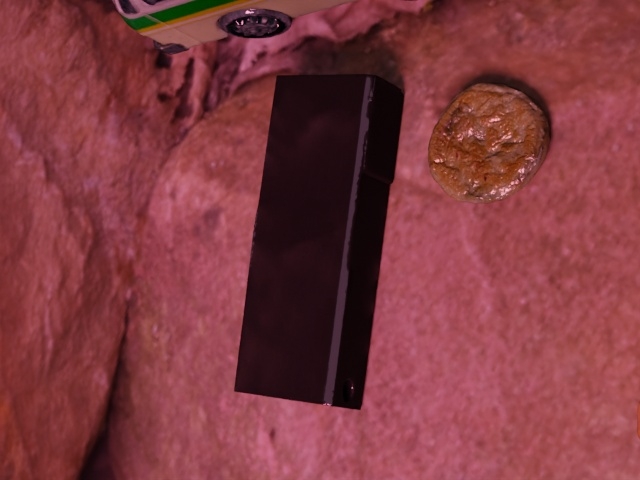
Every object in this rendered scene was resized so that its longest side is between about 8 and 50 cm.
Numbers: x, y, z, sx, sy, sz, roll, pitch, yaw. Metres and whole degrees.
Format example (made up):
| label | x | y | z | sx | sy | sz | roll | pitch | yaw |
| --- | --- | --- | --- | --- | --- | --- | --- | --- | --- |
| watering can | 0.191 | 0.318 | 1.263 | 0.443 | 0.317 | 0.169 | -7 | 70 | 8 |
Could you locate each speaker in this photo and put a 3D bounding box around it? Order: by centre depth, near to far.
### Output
| label | x | y | z | sx | sy | sz | roll | pitch | yaw |
| --- | --- | --- | --- | --- | --- | --- | --- | --- | --- |
| speaker | 0.000 | 0.000 | 0.922 | 0.082 | 0.044 | 0.218 | 3 | 82 | 31 |

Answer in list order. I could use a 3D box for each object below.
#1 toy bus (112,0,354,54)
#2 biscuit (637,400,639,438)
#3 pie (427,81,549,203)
| label | x | y | z | sx | sy | sz | roll | pitch | yaw |
| --- | --- | --- | --- | --- | --- | --- | --- | --- | --- |
| toy bus | -0.034 | -0.228 | 0.917 | 0.276 | 0.164 | 0.134 | -11 | 74 | 28 |
| biscuit | 0.336 | 0.090 | 0.646 | 0.376 | 0.051 | 0.269 | -2 | 52 | 30 |
| pie | 0.108 | -0.061 | 0.883 | 0.084 | 0.021 | 0.084 | -7 | 75 | 26 |
